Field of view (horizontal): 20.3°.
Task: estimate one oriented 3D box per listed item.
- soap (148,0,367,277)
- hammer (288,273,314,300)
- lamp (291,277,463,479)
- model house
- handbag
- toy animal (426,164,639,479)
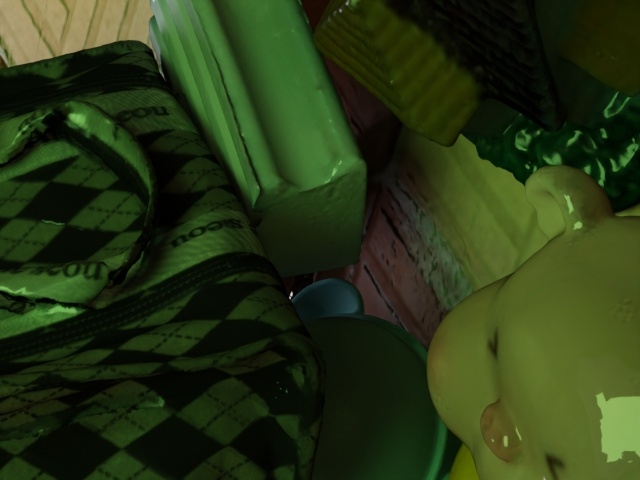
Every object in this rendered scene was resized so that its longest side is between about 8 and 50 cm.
[{"bbox_3d":[-0.046,-0.106,1.247,0.150,0.094,0.261,101,153,-57],"label":"soap"},{"bbox_3d":[0.000,0.000,1.300,0.065,0.021,0.178,22,98,39],"label":"hammer"},{"bbox_3d":[0.013,0.165,1.180,0.209,0.147,0.284,-42,64,5],"label":"lamp"},{"bbox_3d":[0.079,-0.169,1.091,0.280,0.248,0.230,41,113,35],"label":"model house"},{"bbox_3d":[-0.206,0.023,1.143,0.416,0.316,0.180,-123,32,-54],"label":"handbag"},{"bbox_3d":[0.176,0.139,0.957,0.277,0.247,0.345,-34,64,10],"label":"toy animal"}]
